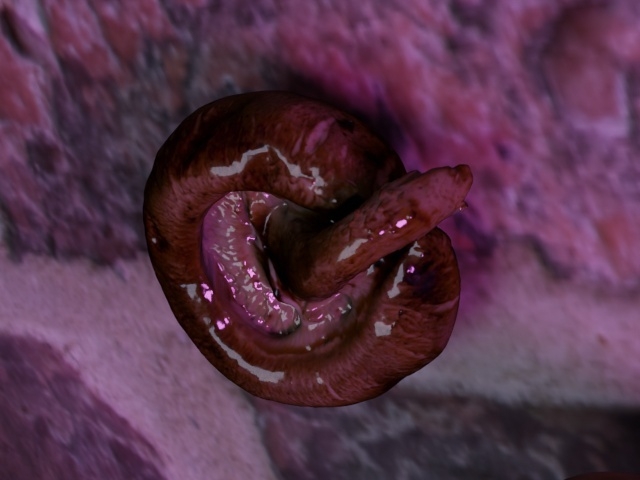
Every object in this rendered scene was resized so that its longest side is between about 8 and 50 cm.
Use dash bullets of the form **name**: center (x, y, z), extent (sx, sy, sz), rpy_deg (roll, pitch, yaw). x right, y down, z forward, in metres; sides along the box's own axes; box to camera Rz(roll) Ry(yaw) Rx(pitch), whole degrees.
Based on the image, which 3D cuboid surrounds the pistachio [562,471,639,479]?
- **pistachio**: center (0.142, 0.200, 0.677), extent (0.166, 0.197, 0.288), rpy_deg (-97, -18, -58)

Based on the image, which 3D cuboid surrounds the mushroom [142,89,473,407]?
- **mushroom**: center (0.001, -0.001, 0.733), extent (0.135, 0.080, 0.171), rpy_deg (50, 147, -15)
